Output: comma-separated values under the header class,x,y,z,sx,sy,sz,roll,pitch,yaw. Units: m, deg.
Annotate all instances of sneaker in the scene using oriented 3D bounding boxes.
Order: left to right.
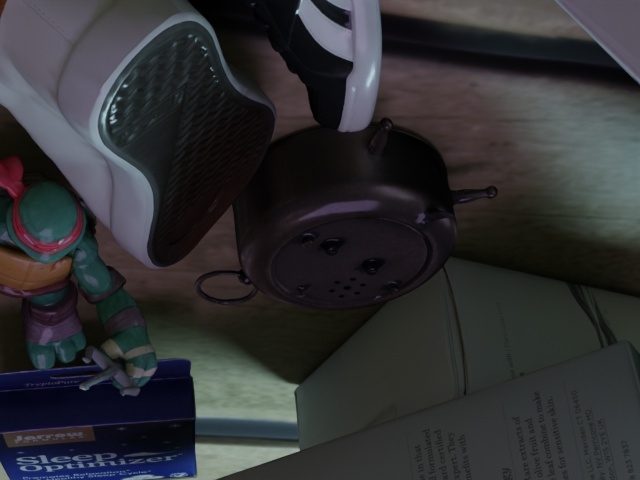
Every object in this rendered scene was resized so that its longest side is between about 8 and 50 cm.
class,x,y,z,sx,sy,sz,roll,pitch,yaw
sneaker,-0.101,-0.078,0.794,0.106,0.123,0.290,-48,166,-12
sneaker,-0.035,-0.134,0.721,0.121,0.079,0.217,-4,139,0

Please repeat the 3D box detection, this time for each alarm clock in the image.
class,x,y,z,sx,sy,sz,roll,pitch,yaw
alarm clock,0.000,0.000,0.944,0.192,0.064,0.129,-27,143,32

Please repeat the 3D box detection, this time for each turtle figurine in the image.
class,x,y,z,sx,sy,sz,roll,pitch,yaw
turtle figurine,-0.166,0.022,0.875,0.175,0.118,0.234,22,161,-12

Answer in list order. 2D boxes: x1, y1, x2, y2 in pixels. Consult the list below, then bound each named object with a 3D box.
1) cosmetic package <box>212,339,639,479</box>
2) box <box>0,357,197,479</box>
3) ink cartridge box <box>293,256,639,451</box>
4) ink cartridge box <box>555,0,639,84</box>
class,x,y,z,sx,sy,sz,roll,pitch,yaw
cosmetic package,0.068,0.214,0.983,0.365,0.155,0.197,-23,144,21
box,-0.154,0.131,1.089,0.136,0.036,0.225,-4,159,-6
ink cartridge box,0.152,0.128,1.115,0.283,0.117,0.207,13,142,-28
ink cartridge box,0.219,-0.059,0.681,0.100,0.237,0.172,-47,168,12
